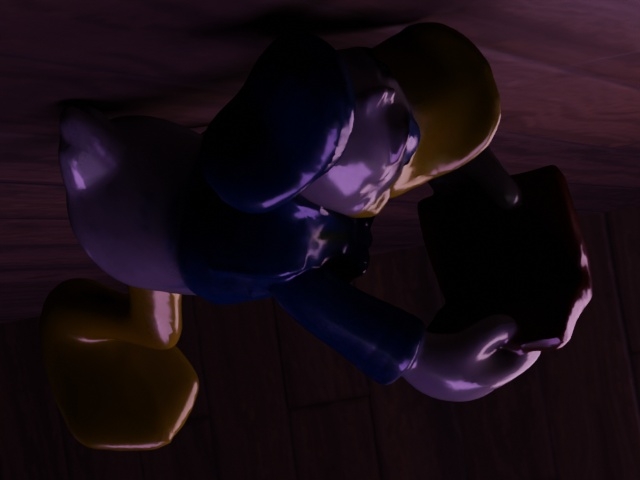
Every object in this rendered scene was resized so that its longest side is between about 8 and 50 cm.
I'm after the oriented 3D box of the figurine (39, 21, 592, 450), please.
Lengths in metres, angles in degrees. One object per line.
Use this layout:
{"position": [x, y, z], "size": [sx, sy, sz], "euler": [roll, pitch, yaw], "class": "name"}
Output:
{"position": [0.000, 0.000, 0.952], "size": [0.283, 0.204, 0.338], "euler": [16, 162, 1], "class": "figurine"}
